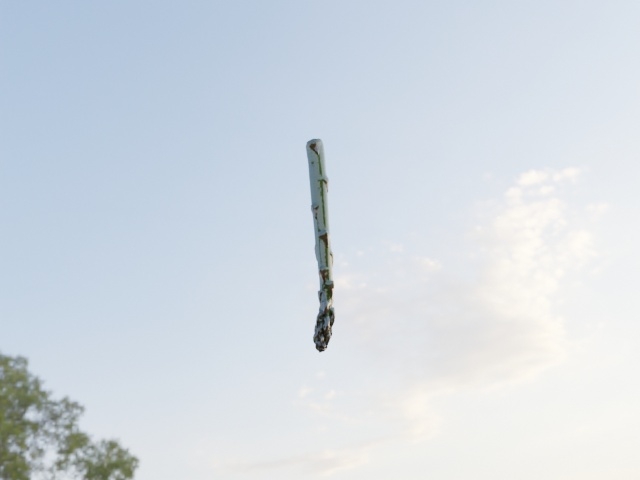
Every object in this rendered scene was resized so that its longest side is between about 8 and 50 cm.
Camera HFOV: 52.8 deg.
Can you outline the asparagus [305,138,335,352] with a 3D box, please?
[{"bbox_3d":[0.000,0.000,0.703,0.025,0.248,0.024,-14,-23,26],"label":"asparagus"}]
